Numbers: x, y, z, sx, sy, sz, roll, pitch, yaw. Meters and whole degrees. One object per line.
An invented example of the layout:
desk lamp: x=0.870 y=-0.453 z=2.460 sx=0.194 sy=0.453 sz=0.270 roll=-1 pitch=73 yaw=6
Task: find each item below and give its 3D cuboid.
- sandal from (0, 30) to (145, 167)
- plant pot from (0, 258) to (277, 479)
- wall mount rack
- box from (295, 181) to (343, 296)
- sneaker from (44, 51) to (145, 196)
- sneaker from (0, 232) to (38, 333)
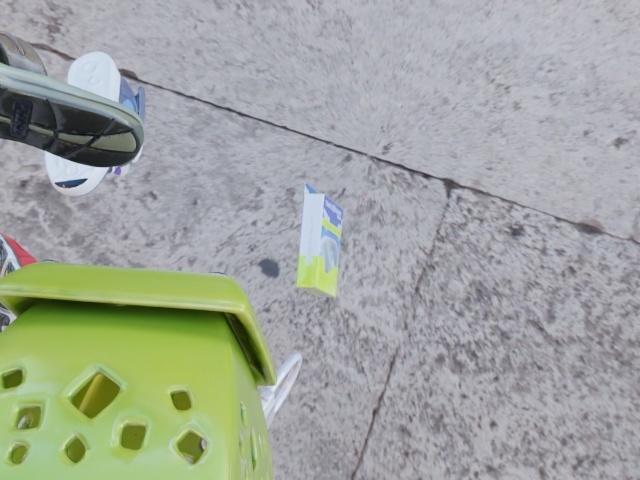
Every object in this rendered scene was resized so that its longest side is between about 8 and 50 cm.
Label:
sandal: x=-0.338 y=-0.171 z=0.877 sx=0.303 sy=0.086 sz=0.120 roll=22 pitch=142 yaw=-23
plant pot: x=-0.148 y=0.144 z=0.634 sx=0.228 sy=0.227 sz=0.207 roll=3 pitch=64 yaw=6
wall mount rack: x=-0.165 y=0.291 z=1.098 sx=0.130 sy=0.304 sz=0.350 roll=29 pitch=58 yaw=12
box: x=0.000 y=0.000 z=1.351 sx=0.042 sy=0.109 sz=0.178 roll=1 pitch=78 yaw=20
sneaker: x=-0.395 y=-0.163 z=1.485 sx=0.130 sy=0.236 sz=0.322 roll=-6 pitch=56 yaw=5
sneaker: x=-0.340 y=0.088 z=0.999 sx=0.279 sy=0.118 sz=0.107 roll=40 pitch=107 yaw=26
